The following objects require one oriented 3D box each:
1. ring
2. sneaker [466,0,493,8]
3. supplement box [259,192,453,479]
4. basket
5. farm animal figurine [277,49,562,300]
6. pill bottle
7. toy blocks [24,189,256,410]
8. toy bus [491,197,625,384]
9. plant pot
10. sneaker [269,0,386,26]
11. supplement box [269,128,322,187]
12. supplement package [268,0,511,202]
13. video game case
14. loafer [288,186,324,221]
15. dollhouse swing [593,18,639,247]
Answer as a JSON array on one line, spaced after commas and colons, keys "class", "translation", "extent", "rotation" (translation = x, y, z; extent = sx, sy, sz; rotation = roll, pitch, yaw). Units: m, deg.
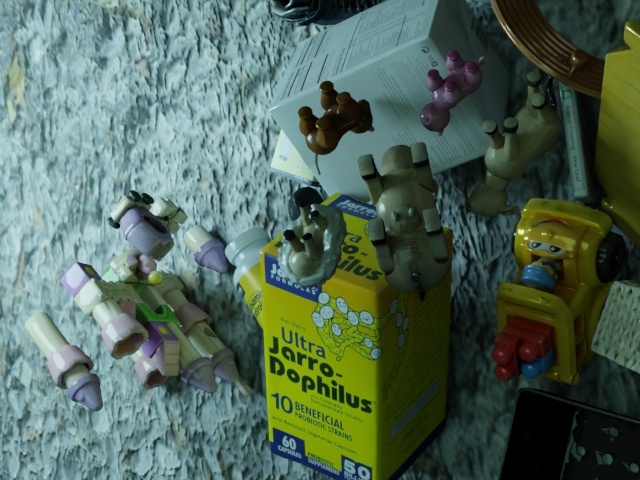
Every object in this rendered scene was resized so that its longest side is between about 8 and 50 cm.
[{"class": "ring", "translation": [0.382, -0.318, 1.699], "extent": [0.336, 0.336, 0.032], "rotation": [53, 152, 20]}, {"class": "sneaker", "translation": [0.189, -0.412, 1.904], "extent": [0.292, 0.118, 0.110], "rotation": [20, 97, 27]}, {"class": "supplement box", "translation": [0.052, 0.147, 1.841], "extent": [0.194, 0.195, 0.356], "rotation": [18, 127, 29]}, {"class": "basket", "translation": [0.442, 0.114, 1.720], "extent": [0.103, 0.167, 0.113], "rotation": [23, 100, 33]}, {"class": "farm animal figurine", "translation": [0.133, -0.069, 1.667], "extent": [0.330, 0.172, 0.327], "rotation": [3, 61, 17]}, {"class": "pill bottle", "translation": [-0.072, 0.073, 2.047], "extent": [0.103, 0.103, 0.184], "rotation": [-42, 69, 22]}, {"class": "toy blocks", "translation": [-0.240, 0.134, 2.042], "extent": [0.309, 0.288, 0.260], "rotation": [-50, 63, 16]}, {"class": "toy bus", "translation": [0.297, 0.084, 1.738], "extent": [0.149, 0.211, 0.220], "rotation": [16, 130, 35]}, {"class": "plant pot", "translation": [0.360, 0.305, 1.760], "extent": [0.188, 0.167, 0.187], "rotation": [14, 96, 28]}, {"class": "sneaker", "translation": [0.032, -0.363, 1.966], "extent": [0.226, 0.163, 0.086], "rotation": [2, 88, 28]}, {"class": "supplement box", "translation": [-0.023, -0.134, 2.051], "extent": [0.083, 0.056, 0.083], "rotation": [21, 99, 28]}, {"class": "supplement package", "translation": [0.103, -0.209, 1.857], "extent": [0.263, 0.198, 0.199], "rotation": [-21, 120, 28]}, {"class": "video game case", "translation": [0.349, -0.144, 1.750], "extent": [0.023, 0.212, 0.193], "rotation": [-8, 85, 18]}, {"class": "loafer", "translation": [0.000, 0.000, 2.044], "extent": [0.170, 0.062, 0.061], "rotation": [68, 156, 6]}, {"class": "dollhouse swing", "translation": [0.554, -0.130, 1.568], "extent": [0.305, 0.347, 0.315], "rotation": [-31, 55, -15]}]
